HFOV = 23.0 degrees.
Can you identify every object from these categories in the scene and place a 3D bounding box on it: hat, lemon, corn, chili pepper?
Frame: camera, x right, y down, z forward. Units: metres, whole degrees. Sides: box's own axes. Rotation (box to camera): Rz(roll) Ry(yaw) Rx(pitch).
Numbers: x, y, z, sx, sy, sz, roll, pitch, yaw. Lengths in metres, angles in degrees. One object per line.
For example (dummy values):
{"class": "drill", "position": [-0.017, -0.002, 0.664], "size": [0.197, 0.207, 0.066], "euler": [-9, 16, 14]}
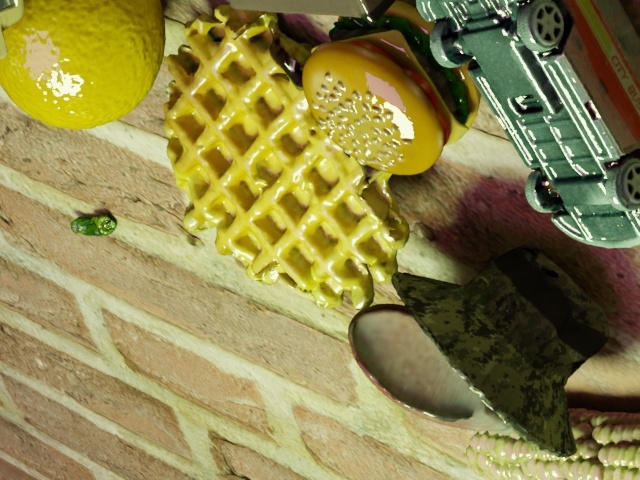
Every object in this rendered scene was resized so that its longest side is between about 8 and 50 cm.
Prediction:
{"class": "hat", "position": [0.197, 0.081, 1.503], "size": [0.265, 0.128, 0.265], "euler": [45, -172, -8]}
{"class": "lemon", "position": [-0.247, -0.214, 1.589], "size": [0.187, 0.187, 0.244], "euler": [22, 139, 32]}
{"class": "corn", "position": [0.291, 0.233, 1.625], "size": [0.335, 0.126, 0.126], "euler": [-1, 131, 55]}
{"class": "chili pepper", "position": [-0.298, -0.020, 2.085], "size": [0.091, 0.034, 0.030], "euler": [-2, 97, 53]}

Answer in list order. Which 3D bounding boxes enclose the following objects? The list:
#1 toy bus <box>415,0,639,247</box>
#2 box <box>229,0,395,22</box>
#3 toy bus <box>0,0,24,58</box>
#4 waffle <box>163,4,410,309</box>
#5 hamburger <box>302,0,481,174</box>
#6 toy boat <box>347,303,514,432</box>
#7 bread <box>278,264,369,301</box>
{"class": "toy bus", "position": [0.198, -0.123, 1.240], "size": [0.121, 0.120, 0.265], "euler": [-4, 128, 52]}
{"class": "box", "position": [-0.014, -0.318, 1.164], "size": [0.153, 0.188, 0.252], "euler": [11, 141, 43]}
{"class": "toy bus", "position": [-0.398, -0.313, 1.499], "size": [0.365, 0.177, 0.201], "euler": [-127, 22, -51]}
{"class": "waffle", "position": [-0.040, -0.078, 1.576], "size": [0.312, 0.060, 0.307], "euler": [25, 128, 26]}
{"class": "hamburger", "position": [0.061, -0.136, 1.393], "size": [0.162, 0.115, 0.162], "euler": [31, 151, 20]}
{"class": "toy boat", "position": [0.129, 0.146, 1.666], "size": [0.206, 0.096, 0.282], "euler": [31, 177, 13]}
{"class": "bread", "position": [0.000, 0.000, 1.705], "size": [0.122, 0.073, 0.149], "euler": [37, 146, -2]}
